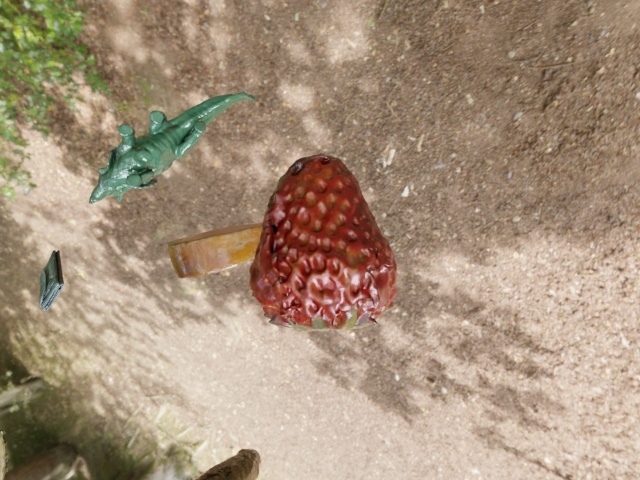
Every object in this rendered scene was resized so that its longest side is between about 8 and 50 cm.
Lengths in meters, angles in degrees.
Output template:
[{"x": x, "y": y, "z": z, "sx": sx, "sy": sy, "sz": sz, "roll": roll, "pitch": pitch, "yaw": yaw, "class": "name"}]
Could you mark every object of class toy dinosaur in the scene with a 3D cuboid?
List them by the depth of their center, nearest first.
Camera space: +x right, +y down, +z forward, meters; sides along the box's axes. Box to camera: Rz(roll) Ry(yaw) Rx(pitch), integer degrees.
[{"x": -0.230, "y": -0.153, "z": 0.645, "sx": 0.079, "sy": 0.292, "sz": 0.120, "roll": 51, "pitch": 180, "yaw": -9, "class": "toy dinosaur"}]

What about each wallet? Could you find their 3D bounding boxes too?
[{"x": -0.632, "y": 0.091, "z": 1.005, "sx": 0.088, "sy": 0.026, "sz": 0.129, "roll": -52, "pitch": 47, "yaw": 15, "class": "wallet"}]

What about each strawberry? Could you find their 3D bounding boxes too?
[{"x": 0.000, "y": 0.000, "z": 0.589, "sx": 0.205, "sy": 0.205, "sz": 0.245, "roll": -12, "pitch": 78, "yaw": 46, "class": "strawberry"}]

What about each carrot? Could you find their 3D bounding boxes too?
[{"x": -0.260, "y": 0.013, "z": 1.197, "sx": 0.258, "sy": 0.306, "sz": 0.100, "roll": -160, "pitch": 57, "yaw": -68, "class": "carrot"}]

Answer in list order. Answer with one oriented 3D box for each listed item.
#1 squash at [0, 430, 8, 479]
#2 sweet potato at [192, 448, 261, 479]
[{"x": -0.750, "y": 0.442, "z": 0.784, "sx": 0.189, "sy": 0.260, "sz": 0.190, "roll": 176, "pitch": 90, "yaw": -71, "class": "squash"}, {"x": -0.217, "y": 0.458, "z": 0.692, "sx": 0.130, "sy": 0.422, "sz": 0.131, "roll": 9, "pitch": 107, "yaw": 29, "class": "sweet potato"}]
